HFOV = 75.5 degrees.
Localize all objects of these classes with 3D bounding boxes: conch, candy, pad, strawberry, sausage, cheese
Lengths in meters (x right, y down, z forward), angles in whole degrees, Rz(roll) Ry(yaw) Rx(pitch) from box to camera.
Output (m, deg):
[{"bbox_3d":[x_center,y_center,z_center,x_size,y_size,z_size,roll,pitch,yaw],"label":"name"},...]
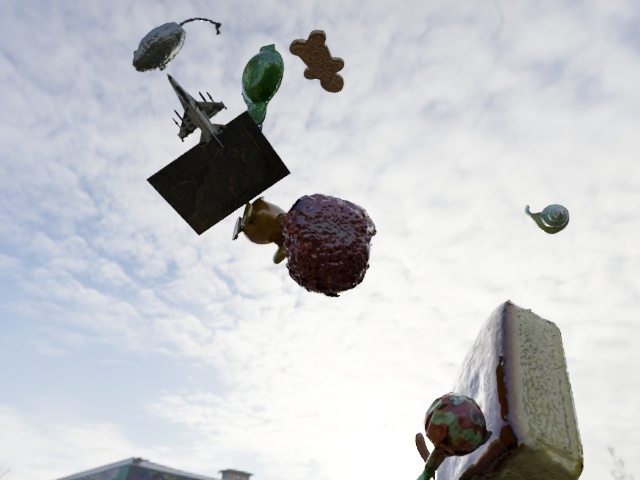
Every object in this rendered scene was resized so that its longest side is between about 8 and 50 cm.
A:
[{"bbox_3d":[0.500,-0.045,0.918,0.088,0.065,0.180,6,-9,15],"label":"conch"},{"bbox_3d":[0.149,0.353,0.597,0.078,0.084,0.287,29,-90,-37],"label":"candy"},{"bbox_3d":[-0.304,-0.195,1.273,0.368,0.007,0.247,-33,-56,5],"label":"pad"},{"bbox_3d":[0.000,0.000,1.051,0.274,0.274,0.221,-33,-51,33],"label":"strawberry"},{"bbox_3d":[0.350,0.705,1.313,0.043,0.186,0.043,-24,-24,-11],"label":"sausage"},{"bbox_3d":[-0.201,-0.488,1.363,0.204,0.320,0.083,9,0,40],"label":"cheese"}]

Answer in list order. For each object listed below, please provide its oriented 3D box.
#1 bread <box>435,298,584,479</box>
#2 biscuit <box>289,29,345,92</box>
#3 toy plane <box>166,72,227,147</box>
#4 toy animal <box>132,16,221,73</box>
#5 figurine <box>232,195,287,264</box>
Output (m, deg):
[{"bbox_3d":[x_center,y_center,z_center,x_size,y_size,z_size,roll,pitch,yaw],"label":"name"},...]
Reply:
[{"bbox_3d":[0.334,0.332,0.773,0.143,0.333,0.323,19,-55,10],"label":"bread"},{"bbox_3d":[0.004,-0.591,1.385,0.158,0.035,0.240,-1,-28,31],"label":"biscuit"},{"bbox_3d":[-0.341,-0.351,1.117,0.160,0.082,0.234,-39,-52,-6],"label":"toy plane"},{"bbox_3d":[-0.321,-0.453,0.926,0.070,0.253,0.079,50,-29,-17],"label":"toy animal"},{"bbox_3d":[-0.146,-0.042,1.318,0.228,0.215,0.215,38,-50,-9],"label":"figurine"}]
